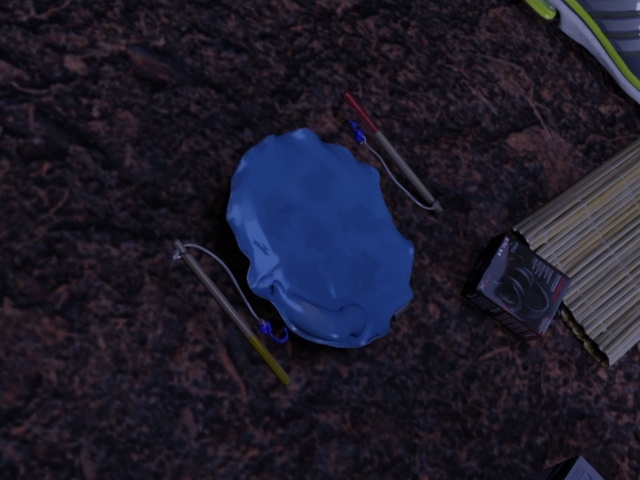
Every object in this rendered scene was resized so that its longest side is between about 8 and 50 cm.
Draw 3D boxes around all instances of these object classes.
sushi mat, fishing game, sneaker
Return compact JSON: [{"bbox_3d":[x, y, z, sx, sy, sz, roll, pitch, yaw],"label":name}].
[{"bbox_3d":[0.315,-0.014,1.237,0.316,0.019,0.151,-32,86,-37],"label":"sushi mat"},{"bbox_3d":[0.000,0.000,1.037,0.189,0.041,0.264,49,47,-10],"label":"fishing game"},{"bbox_3d":[0.325,-0.226,1.276,0.300,0.121,0.111,34,48,-12],"label":"sneaker"}]

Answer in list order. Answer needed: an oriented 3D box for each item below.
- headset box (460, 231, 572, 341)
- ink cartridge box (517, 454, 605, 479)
[{"bbox_3d":[0.172,0.043,1.109,0.083,0.032,0.062,35,69,-9],"label":"headset box"},{"bbox_3d":[0.132,0.253,0.950,0.046,0.097,0.207,46,53,-3],"label":"ink cartridge box"}]
